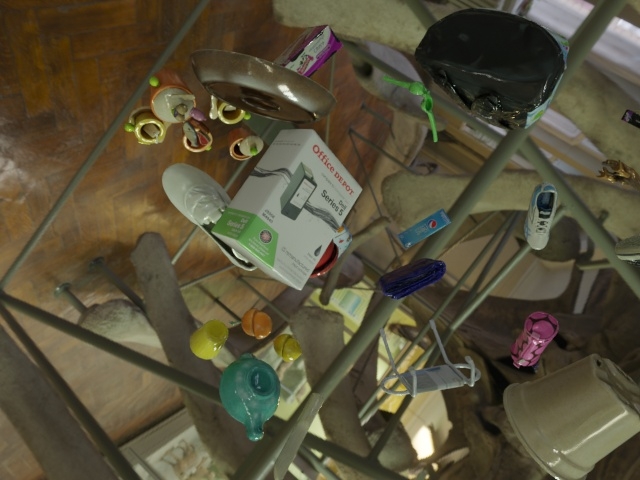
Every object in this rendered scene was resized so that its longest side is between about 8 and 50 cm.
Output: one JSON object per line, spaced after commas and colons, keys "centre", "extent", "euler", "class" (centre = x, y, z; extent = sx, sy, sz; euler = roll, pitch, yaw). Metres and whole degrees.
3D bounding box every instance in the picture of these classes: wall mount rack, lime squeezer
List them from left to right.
{"centre": [0.354, -0.501, 1.501], "extent": [0.110, 0.310, 0.059], "euler": [-38, -174, 42], "class": "lime squeezer"}
{"centre": [0.357, 0.403, 1.423], "extent": [0.304, 0.349, 0.131], "euler": [-134, -141, -73], "class": "wall mount rack"}

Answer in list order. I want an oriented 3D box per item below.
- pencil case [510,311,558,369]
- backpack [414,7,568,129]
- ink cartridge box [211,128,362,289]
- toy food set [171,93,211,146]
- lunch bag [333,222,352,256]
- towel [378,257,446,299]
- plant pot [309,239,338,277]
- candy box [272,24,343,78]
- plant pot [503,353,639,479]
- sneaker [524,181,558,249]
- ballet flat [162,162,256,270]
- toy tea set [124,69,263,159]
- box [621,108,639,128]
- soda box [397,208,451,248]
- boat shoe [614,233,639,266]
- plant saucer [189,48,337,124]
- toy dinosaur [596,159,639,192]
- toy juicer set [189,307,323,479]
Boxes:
{"centre": [0.611, 0.291, 1.192], "extent": [0.098, 0.095, 0.209], "euler": [-35, 143, -17], "class": "pencil case"}
{"centre": [0.411, -0.376, 0.935], "extent": [0.273, 0.290, 0.355], "euler": [-58, 154, 6], "class": "backpack"}
{"centre": [-0.061, -0.068, 0.870], "extent": [0.198, 0.114, 0.273], "euler": [43, 72, -39], "class": "ink cartridge box"}
{"centre": [-0.262, -0.240, 0.849], "extent": [0.122, 0.077, 0.019], "euler": [74, 31, -46], "class": "toy food set"}
{"centre": [0.000, 0.000, 1.758], "extent": [0.243, 0.115, 0.303], "euler": [-46, 148, -2], "class": "lunch bag"}
{"centre": [0.327, 0.139, 1.505], "extent": [0.227, 0.076, 0.308], "euler": [-24, 179, 4], "class": "towel"}
{"centre": [-0.037, 0.018, 1.456], "extent": [0.191, 0.191, 0.174], "euler": [-49, 126, -18], "class": "plant pot"}
{"centre": [-0.046, -0.528, 1.176], "extent": [0.159, 0.071, 0.233], "euler": [-42, -152, 5], "class": "candy box"}
{"centre": [0.820, 0.530, 1.302], "extent": [0.305, 0.334, 0.334], "euler": [-54, 169, 31], "class": "plant pot"}
{"centre": [0.741, -0.076, 1.390], "extent": [0.086, 0.085, 0.237], "euler": [-47, 138, -61], "class": "sneaker"}
{"centre": [-0.293, -0.057, 1.208], "extent": [0.139, 0.139, 0.400], "euler": [-48, 127, -20], "class": "ballet flat"}
{"centre": [-0.277, -0.274, 0.995], "extent": [0.336, 0.124, 0.200], "euler": [2, 137, -37], "class": "toy tea set"}
{"centre": [0.768, -0.246, 0.907], "extent": [0.162, 0.116, 0.029], "euler": [-91, -171, -55], "class": "box"}
{"centre": [0.421, -0.046, 1.684], "extent": [0.210, 0.067, 0.071], "euler": [-31, 172, 8], "class": "soda box"}
{"centre": [0.950, 0.056, 0.908], "extent": [0.186, 0.500, 0.156], "euler": [-24, 110, -47], "class": "boat shoe"}
{"centre": [-0.120, -0.304, 0.860], "extent": [0.310, 0.310, 0.050], "euler": [4, 101, -75], "class": "plant saucer"}
{"centre": [0.756, -0.152, 1.010], "extent": [0.212, 0.112, 0.064], "euler": [-94, -161, -44], "class": "toy dinosaur"}
{"centre": [-0.113, 0.293, 0.864], "extent": [0.209, 0.329, 0.089], "euler": [-17, 157, -48], "class": "toy juicer set"}
